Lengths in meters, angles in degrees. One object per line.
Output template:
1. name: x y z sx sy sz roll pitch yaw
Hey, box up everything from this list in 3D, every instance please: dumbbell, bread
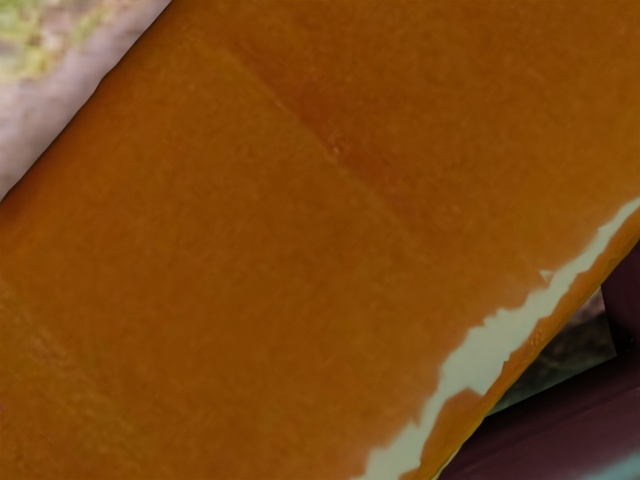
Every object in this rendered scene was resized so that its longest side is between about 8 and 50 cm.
1. dumbbell: 0.061 0.090 0.489 0.225 0.124 0.140 -25 121 -4
2. bread: 0.000 0.000 0.388 0.138 0.077 0.361 41 89 12
